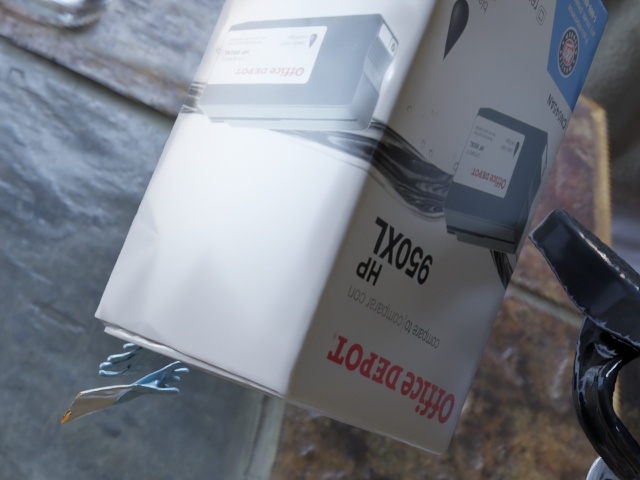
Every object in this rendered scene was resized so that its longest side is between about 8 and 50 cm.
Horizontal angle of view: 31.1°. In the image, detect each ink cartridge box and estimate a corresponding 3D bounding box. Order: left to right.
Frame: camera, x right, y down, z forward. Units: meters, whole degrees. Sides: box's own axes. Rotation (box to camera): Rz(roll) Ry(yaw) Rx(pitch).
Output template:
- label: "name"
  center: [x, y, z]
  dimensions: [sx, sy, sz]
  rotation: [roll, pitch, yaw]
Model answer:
- label: "ink cartridge box"
  center: [0.044, -0.065, 0.847]
  dimensions: [0.285, 0.166, 0.395]
  rotation: [33, 77, -58]

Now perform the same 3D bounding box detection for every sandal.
- label: "sandal"
  center: [0.257, 0.116, 0.891]
  dimensions: [0.167, 0.107, 0.446]
  rotation: [37, 13, -18]

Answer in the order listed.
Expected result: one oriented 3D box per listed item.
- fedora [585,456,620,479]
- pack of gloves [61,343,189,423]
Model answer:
- label: "fedora"
  center: [0.412, 0.474, 1.765]
  dimensions: [0.244, 0.124, 0.276]
  rotation: [45, 40, -37]
- label: "pack of gloves"
  center: [-0.261, 0.210, 1.775]
  dimensions: [0.232, 0.195, 0.046]
  rotation: [-14, 61, -47]
